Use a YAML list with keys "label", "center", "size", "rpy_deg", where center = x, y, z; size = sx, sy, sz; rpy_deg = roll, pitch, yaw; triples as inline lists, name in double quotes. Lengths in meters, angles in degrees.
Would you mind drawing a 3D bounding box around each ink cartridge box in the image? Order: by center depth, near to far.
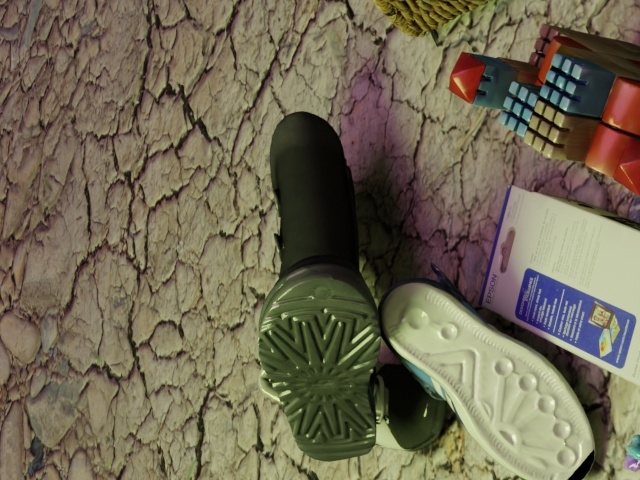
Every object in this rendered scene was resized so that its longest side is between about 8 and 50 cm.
- label: "ink cartridge box"
  center: [0.323, 0.051, 1.836]
  size: [0.332, 0.065, 0.165]
  rpy_deg: [28, 109, 52]

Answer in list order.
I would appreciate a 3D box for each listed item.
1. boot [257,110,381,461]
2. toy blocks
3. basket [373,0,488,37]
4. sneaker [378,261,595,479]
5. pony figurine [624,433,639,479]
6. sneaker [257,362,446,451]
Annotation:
- label: "boot"
  center: [0.000, 0.001, 2.043]
  size: [0.367, 0.146, 0.445]
  rpy_deg: [89, -179, -50]
- label: "toy blocks"
  center: [0.314, -0.139, 1.699]
  size: [0.381, 0.261, 0.191]
  rpy_deg: [41, 119, 49]
- label: "basket"
  center: [0.112, -0.443, 2.078]
  size: [0.223, 0.213, 0.299]
  rpy_deg: [-18, 71, 53]
- label: "sneaker"
  center: [0.204, 0.169, 1.962]
  size: [0.323, 0.236, 0.130]
  rpy_deg: [42, 91, 7]
- label: "pony figurine"
  center: [0.370, 0.364, 1.588]
  size: [0.351, 0.303, 0.363]
  rpy_deg: [-48, 34, -4]
- label: "sneaker"
  center: [0.034, 0.218, 2.165]
  size: [0.330, 0.146, 0.122]
  rpy_deg: [1, 85, 54]
